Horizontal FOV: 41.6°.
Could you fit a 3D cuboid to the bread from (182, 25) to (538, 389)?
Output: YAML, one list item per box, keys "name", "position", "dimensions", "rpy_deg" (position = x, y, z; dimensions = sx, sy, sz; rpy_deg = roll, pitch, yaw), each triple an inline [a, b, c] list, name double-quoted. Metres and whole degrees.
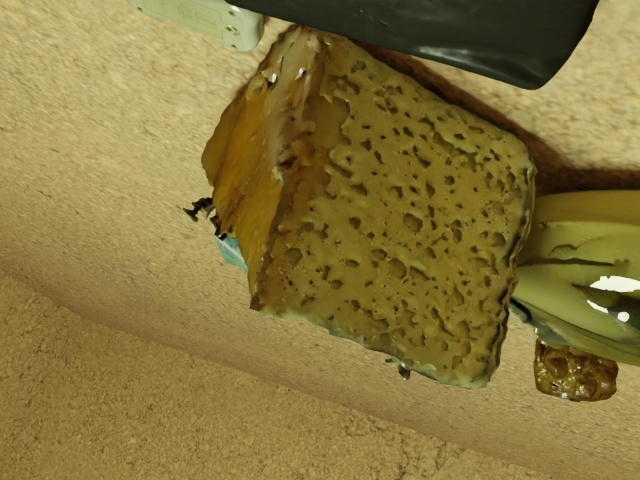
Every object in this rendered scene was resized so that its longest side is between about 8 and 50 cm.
- name: "bread"
  position: [0.000, 0.000, 0.748]
  dimensions: [0.248, 0.279, 0.315]
  rpy_deg: [21, 152, -18]

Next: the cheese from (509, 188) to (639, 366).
- name: "cheese"
  position: [0.306, 0.044, 0.720]
  dimensions: [0.259, 0.128, 0.315]
  rpy_deg: [24, 169, -39]

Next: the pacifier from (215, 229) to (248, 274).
- name: "pacifier"
  position: [-0.071, -0.010, 1.110]
  dimensions: [0.116, 0.127, 0.150]
  rpy_deg: [-9, -151, -42]

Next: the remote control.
- name: "remote control"
  position: [-0.102, -0.194, 0.670]
  dimensions: [0.122, 0.032, 0.074]
  rpy_deg: [22, 163, 2]

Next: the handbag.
- name: "handbag"
  position: [0.037, -0.183, 0.446]
  dimensions: [0.246, 0.080, 0.223]
  rpy_deg: [19, 162, 12]

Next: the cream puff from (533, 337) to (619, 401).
- name: "cream puff"
  position: [0.325, 0.159, 1.090]
  dimensions: [0.122, 0.094, 0.116]
  rpy_deg: [6, 177, -31]
